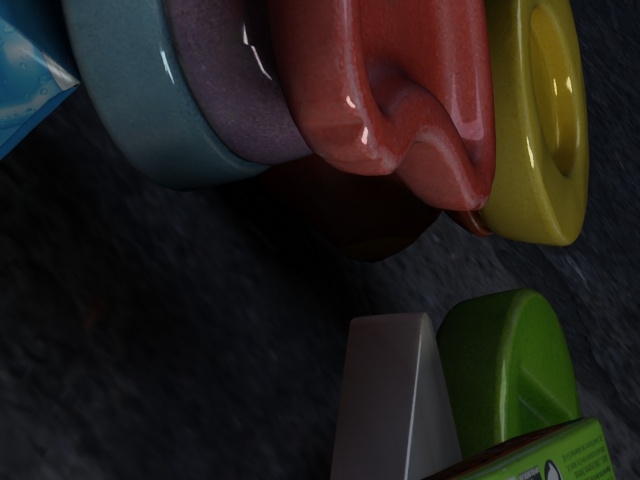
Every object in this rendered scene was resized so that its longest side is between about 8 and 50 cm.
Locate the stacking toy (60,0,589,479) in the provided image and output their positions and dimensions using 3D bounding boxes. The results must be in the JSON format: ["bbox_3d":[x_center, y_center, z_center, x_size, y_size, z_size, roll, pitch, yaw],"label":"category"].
[{"bbox_3d":[0.000,0.000,0.563,0.309,0.130,0.280,36,52,-64],"label":"stacking toy"}]

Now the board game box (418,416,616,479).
[{"bbox_3d":[0.075,0.180,0.411,0.124,0.039,0.259,-4,76,-65],"label":"board game box"}]

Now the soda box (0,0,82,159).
[{"bbox_3d":[-0.117,-0.100,0.555,0.071,0.067,0.210,41,22,-23],"label":"soda box"}]
